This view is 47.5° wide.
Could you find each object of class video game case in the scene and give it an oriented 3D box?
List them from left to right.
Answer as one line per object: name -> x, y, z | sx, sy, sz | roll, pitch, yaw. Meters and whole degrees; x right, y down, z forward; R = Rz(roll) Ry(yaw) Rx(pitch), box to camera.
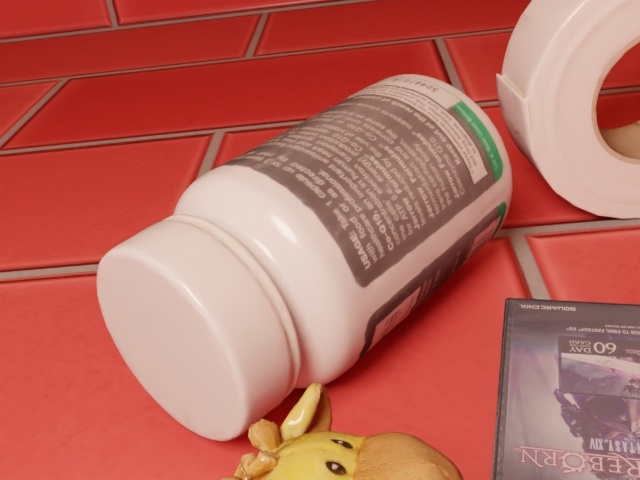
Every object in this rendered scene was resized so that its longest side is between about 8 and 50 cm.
video game case -> 0.233, 0.135, 0.549 | 0.195, 0.026, 0.274 | 2, 31, 16

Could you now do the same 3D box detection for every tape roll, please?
tape roll -> 0.342, -0.168, 0.782 | 0.286, 0.286, 0.100 | -9, 31, -1

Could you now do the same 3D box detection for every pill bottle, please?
pill bottle -> 0.000, 0.000, 0.654 | 0.204, 0.204, 0.361 | 19, 39, 37

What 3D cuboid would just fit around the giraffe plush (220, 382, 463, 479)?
giraffe plush -> 0.027, 0.164, 0.363 | 0.210, 0.171, 0.181 | -23, 11, -4
